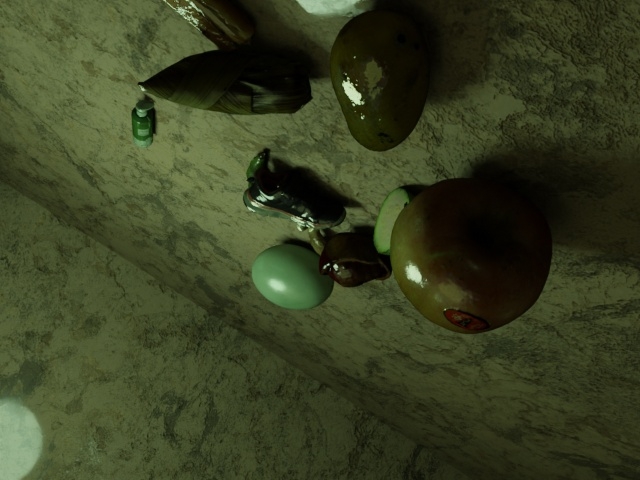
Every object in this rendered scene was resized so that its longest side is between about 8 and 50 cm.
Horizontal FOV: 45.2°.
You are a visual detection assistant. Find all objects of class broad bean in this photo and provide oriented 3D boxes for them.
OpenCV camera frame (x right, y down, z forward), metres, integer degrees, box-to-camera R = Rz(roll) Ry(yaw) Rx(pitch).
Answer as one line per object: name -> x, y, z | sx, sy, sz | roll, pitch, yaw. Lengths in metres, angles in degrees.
broad bean -> -0.179, -0.176, 2.155 | 0.060, 0.043, 0.297 | 17, 155, 5

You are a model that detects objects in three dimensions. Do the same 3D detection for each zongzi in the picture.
zongzi -> -0.191, -0.322, 1.590 | 0.285, 0.288, 0.134 | 11, 108, 28

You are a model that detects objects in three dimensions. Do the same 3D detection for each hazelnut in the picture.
hazelnut -> 0.103, 0.058, 2.144 | 0.201, 0.161, 0.170 | 19, -178, 15

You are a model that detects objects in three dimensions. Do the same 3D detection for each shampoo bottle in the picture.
shampoo bottle -> -0.505, -0.336, 2.190 | 0.065, 0.065, 0.204 | 30, 157, 0

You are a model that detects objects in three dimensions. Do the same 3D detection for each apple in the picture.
apple -> 0.308, 0.041, 1.639 | 0.338, 0.339, 0.305 | 28, 149, 3

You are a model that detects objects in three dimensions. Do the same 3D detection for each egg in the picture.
egg -> -0.088, 0.116, 2.450 | 0.282, 0.203, 0.203 | 12, 152, 24

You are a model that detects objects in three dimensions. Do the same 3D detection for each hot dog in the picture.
hot dog -> -0.242, -0.481, 1.553 | 0.269, 0.072, 0.109 | 39, 154, -25

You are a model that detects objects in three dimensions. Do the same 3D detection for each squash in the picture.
squash -> 0.211, -0.032, 1.854 | 0.122, 0.170, 0.170 | 20, 159, -12

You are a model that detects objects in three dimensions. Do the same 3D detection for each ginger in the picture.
ginger -> 0.000, 0.000, 2.273 | 0.089, 0.075, 0.288 | 43, 172, 32

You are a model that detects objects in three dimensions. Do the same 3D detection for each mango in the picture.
mango -> 0.105, -0.278, 1.422 | 0.175, 0.177, 0.330 | -7, 139, -6

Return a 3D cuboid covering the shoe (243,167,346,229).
shoe -> -0.066, -0.124, 2.062 | 0.290, 0.114, 0.137 | 15, 134, 7
